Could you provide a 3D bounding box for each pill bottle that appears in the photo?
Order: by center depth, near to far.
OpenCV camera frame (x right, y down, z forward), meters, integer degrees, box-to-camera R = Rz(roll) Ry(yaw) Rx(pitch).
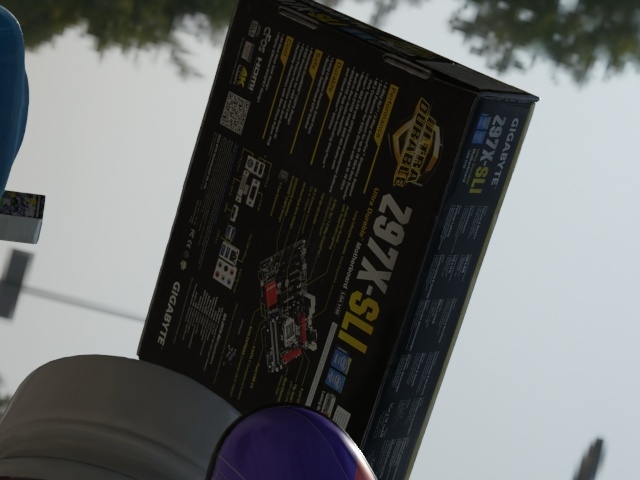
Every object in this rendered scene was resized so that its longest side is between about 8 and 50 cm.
[{"bbox_3d":[-0.170,0.272,0.911,0.224,0.224,0.392,-57,-171,46],"label":"pill bottle"}]

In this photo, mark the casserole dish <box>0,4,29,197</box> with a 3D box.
[{"bbox_3d":[-0.199,-0.064,0.728,0.188,0.037,0.114,-9,107,-72],"label":"casserole dish"}]

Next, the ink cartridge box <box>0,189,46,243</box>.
[{"bbox_3d":[-0.322,-0.027,1.454,0.063,0.115,0.029,124,-28,-62],"label":"ink cartridge box"}]

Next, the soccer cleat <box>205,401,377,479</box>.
[{"bbox_3d":[0.012,0.224,0.699,0.116,0.108,0.318,123,-39,-69],"label":"soccer cleat"}]

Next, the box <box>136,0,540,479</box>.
[{"bbox_3d":[0.000,0.000,1.156,0.257,0.079,0.322,29,-71,39],"label":"box"}]
